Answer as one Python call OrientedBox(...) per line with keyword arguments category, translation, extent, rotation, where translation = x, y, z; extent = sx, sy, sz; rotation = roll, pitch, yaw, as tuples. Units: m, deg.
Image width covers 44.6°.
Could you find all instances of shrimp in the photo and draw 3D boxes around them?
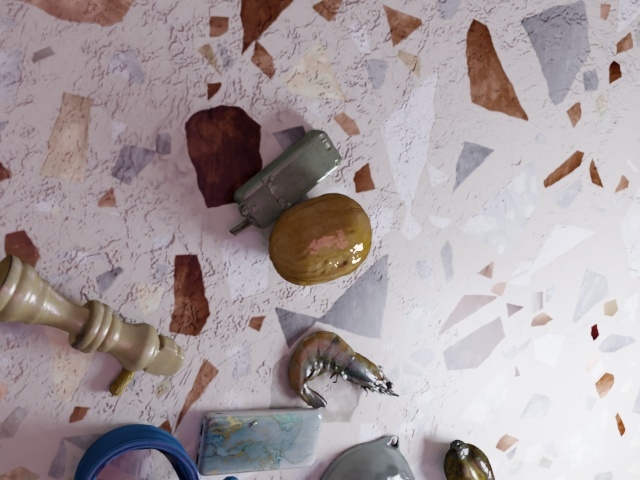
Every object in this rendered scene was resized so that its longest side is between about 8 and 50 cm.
OrientedBox(category="shrimp", translation=(0.050, 0.326, 1.787), extent=(0.296, 0.058, 0.169), rotation=(37, 85, -24))

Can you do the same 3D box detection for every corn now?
OrientedBox(category="corn", translation=(-0.393, 0.276, 1.554), extent=(0.028, 0.027, 0.083), rotation=(34, 81, 3))

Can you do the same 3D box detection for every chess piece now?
OrientedBox(category="chess piece", translation=(-0.427, 0.162, 1.462), extent=(0.397, 0.117, 0.117), rotation=(32, 85, -31))

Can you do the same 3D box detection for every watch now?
OrientedBox(category="watch", translation=(-0.321, 0.495, 1.541), extent=(0.305, 0.241, 0.275), rotation=(-27, 99, -21))

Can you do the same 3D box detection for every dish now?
OrientedBox(category="dish", translation=(0.133, 0.630, 1.860), extent=(0.302, 0.120, 0.303), rotation=(-6, 104, -26))

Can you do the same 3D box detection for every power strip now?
OrientedBox(category="power strip", translation=(-0.084, -0.113, 1.619), extent=(0.288, 0.053, 0.093), rotation=(-40, 118, -14))

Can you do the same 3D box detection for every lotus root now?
OrientedBox(category="lotus root", translation=(0.375, 0.584, 1.985), extent=(0.120, 0.120, 0.210), rotation=(-36, 114, -17))

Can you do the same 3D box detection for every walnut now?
OrientedBox(category="walnut", translation=(0.000, 0.000, 1.612), extent=(0.225, 0.193, 0.193), rotation=(-20, 110, -24))

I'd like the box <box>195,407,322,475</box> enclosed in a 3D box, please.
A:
OrientedBox(category="box", translation=(-0.132, 0.442, 1.722), extent=(0.284, 0.044, 0.142), rotation=(4, 103, -28))
